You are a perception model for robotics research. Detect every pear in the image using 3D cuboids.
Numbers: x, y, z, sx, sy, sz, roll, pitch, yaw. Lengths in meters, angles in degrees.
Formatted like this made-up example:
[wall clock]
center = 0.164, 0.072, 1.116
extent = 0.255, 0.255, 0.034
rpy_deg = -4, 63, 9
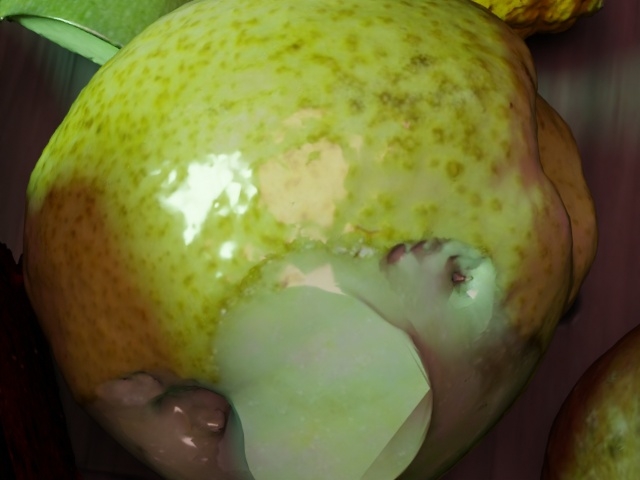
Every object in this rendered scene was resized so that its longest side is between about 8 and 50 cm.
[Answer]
[pear]
center = 0.000, 0.000, 0.764
extent = 0.271, 0.271, 0.271
rpy_deg = -2, 72, 5

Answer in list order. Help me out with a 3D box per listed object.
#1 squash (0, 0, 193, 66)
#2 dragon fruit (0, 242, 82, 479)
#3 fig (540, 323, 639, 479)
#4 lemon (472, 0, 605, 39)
[squash]
center = -0.080, -0.197, 0.930
extent = 0.137, 0.137, 0.287
rpy_deg = 17, 63, 10
[dragon fruit]
center = -0.160, 0.096, 0.708
extent = 0.100, 0.343, 0.282
rpy_deg = -19, 71, -7
[fig]
center = 0.206, 0.117, 0.761
extent = 0.205, 0.205, 0.205
rpy_deg = -2, 72, 5
[lemon]
center = 0.073, -0.174, 0.881
extent = 0.187, 0.142, 0.142
rpy_deg = 29, 77, 7
